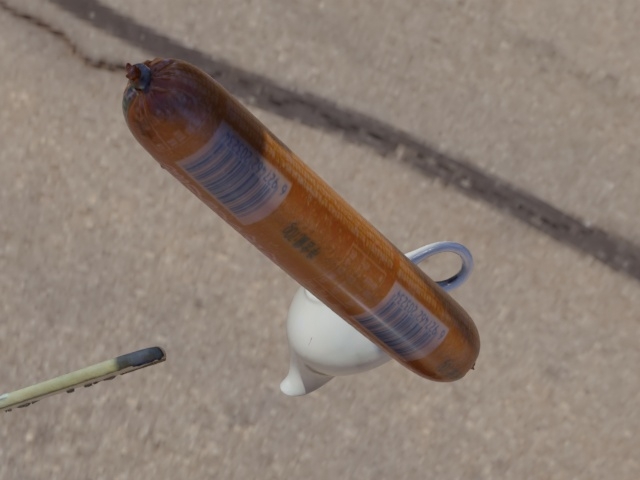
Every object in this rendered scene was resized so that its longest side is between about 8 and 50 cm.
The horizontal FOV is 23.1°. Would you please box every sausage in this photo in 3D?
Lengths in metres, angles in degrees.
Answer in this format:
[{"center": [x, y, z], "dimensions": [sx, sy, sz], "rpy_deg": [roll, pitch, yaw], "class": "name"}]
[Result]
[{"center": [0.000, 0.000, 0.875], "dimensions": [0.348, 0.053, 0.053], "rpy_deg": [41, 32, -44], "class": "sausage"}]

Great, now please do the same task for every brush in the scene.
[{"center": [-0.277, 0.142, 1.399], "dimensions": [0.085, 0.336, 0.020], "rpy_deg": [-2, 76, -64], "class": "brush"}]

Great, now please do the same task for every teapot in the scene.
[{"center": [0.043, 0.061, 1.508], "dimensions": [0.226, 0.092, 0.145], "rpy_deg": [-28, 35, 3], "class": "teapot"}]
